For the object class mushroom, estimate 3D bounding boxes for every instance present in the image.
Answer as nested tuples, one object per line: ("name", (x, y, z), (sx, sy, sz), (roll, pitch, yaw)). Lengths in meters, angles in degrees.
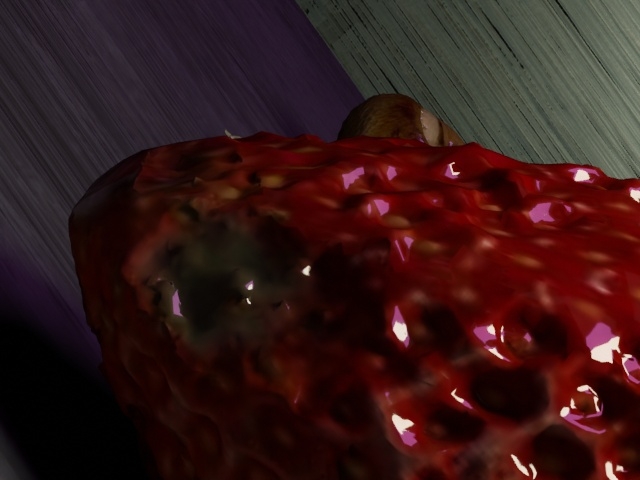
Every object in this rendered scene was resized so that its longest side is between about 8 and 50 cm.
("mushroom", (0.108, -0.030, 1.945), (0.253, 0.153, 0.253), (51, 10, -13))

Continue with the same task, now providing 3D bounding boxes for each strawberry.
("strawberry", (0.070, 0.075, 0.822), (0.292, 0.292, 0.310), (-108, 177, -65))

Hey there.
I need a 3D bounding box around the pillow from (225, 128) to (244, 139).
("pillow", (0.000, 0.000, 1.489), (0.148, 0.050, 0.229), (54, -1, -27))
